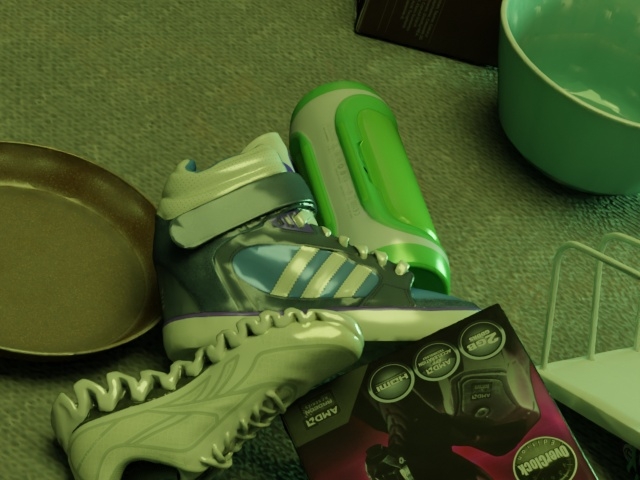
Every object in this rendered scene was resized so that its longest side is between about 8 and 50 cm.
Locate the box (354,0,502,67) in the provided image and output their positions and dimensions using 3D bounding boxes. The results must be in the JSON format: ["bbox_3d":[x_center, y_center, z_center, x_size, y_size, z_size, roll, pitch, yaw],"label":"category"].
[{"bbox_3d":[0.161,-0.348,2.428,0.203,0.167,0.168,14,38,-9],"label":"box"}]

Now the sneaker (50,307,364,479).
[{"bbox_3d":[-0.091,0.152,1.711,0.292,0.110,0.118,-23,57,4],"label":"sneaker"}]

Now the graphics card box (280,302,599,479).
[{"bbox_3d":[0.135,0.253,1.673,0.233,0.094,0.371,-25,51,-1],"label":"graphics card box"}]

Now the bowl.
[{"bbox_3d":[0.335,-0.170,2.298,0.311,0.163,0.311,13,39,-11],"label":"bowl"}]

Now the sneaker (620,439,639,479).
[{"bbox_3d":[0.331,0.241,1.893,0.098,0.083,0.224,18,27,16],"label":"sneaker"}]

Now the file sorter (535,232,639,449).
[{"bbox_3d":[0.387,0.083,1.968,0.278,0.173,0.193,-9,22,-31],"label":"file sorter"}]

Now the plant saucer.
[{"bbox_3d":[-0.291,0.016,1.888,0.310,0.050,0.310,13,39,-11],"label":"plant saucer"}]

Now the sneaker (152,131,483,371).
[{"bbox_3d":[0.000,0.000,1.853,0.323,0.130,0.236,-1,71,-3],"label":"sneaker"}]

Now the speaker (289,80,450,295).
[{"bbox_3d":[0.049,-0.038,2.043,0.131,0.131,0.296,4,41,-20],"label":"speaker"}]
